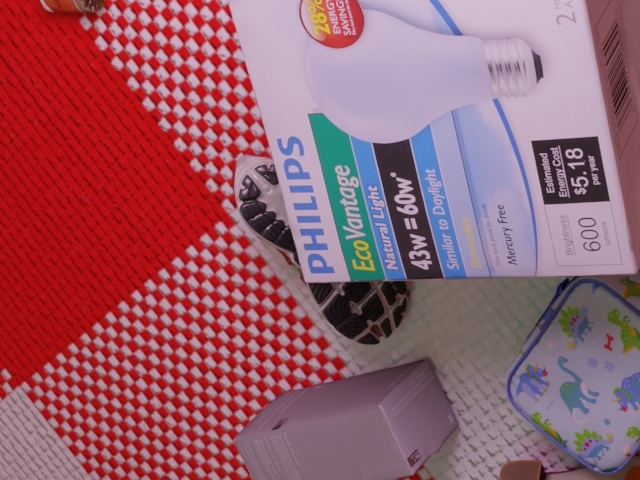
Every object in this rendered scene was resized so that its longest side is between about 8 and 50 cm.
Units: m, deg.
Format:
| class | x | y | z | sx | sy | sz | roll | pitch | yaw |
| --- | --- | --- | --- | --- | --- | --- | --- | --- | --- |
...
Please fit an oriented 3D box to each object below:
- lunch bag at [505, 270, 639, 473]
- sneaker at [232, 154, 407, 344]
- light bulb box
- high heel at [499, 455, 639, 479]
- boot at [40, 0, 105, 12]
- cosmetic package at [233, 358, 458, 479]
| class | x | y | z | sx | sy | sz | roll | pitch | yaw |
| --- | --- | --- | --- | --- | --- | --- | --- | --- | --- |
| lunch bag | 0.310 | 0.130 | 2.011 | 0.176 | 0.090 | 0.219 | 37 | 128 | 11 |
| sneaker | 0.000 | 0.000 | 2.149 | 0.107 | 0.118 | 0.279 | -39 | 111 | 0 |
| light bulb box | 0.138 | -0.163 | 1.842 | 0.361 | 0.225 | 0.358 | -3 | 118 | 26 |
| high heel | 0.327 | 0.305 | 2.119 | 0.244 | 0.082 | 0.117 | -1 | 146 | 19 |
| boot | -0.319 | -0.342 | 2.199 | 0.085 | 0.059 | 0.158 | 0 | 115 | 38 |
| cosmetic package | 0.030 | 0.230 | 2.222 | 0.238 | 0.127 | 0.107 | -21 | 102 | 37 |
